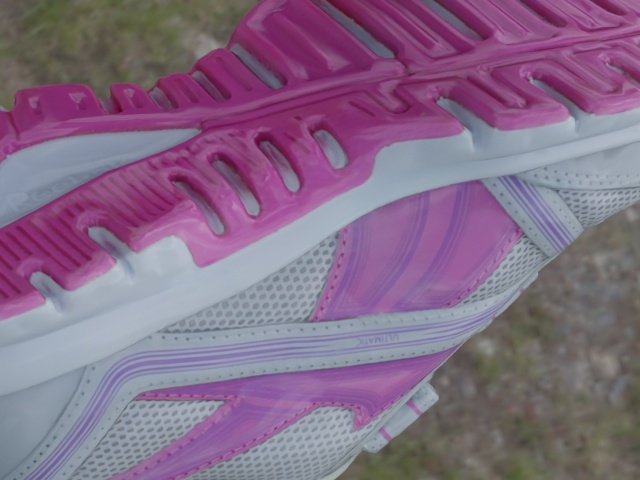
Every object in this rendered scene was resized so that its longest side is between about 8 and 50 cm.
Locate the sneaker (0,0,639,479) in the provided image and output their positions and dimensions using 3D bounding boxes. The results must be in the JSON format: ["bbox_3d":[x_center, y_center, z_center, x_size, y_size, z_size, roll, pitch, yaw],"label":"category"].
[{"bbox_3d":[0.000,0.000,0.496,0.252,0.103,0.111,-20,131,-13],"label":"sneaker"}]
